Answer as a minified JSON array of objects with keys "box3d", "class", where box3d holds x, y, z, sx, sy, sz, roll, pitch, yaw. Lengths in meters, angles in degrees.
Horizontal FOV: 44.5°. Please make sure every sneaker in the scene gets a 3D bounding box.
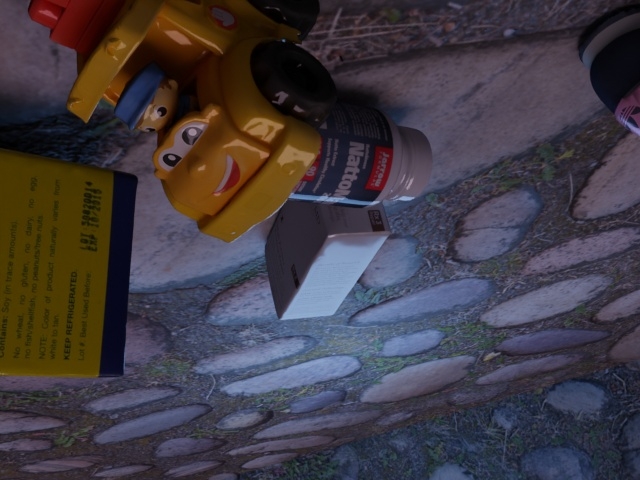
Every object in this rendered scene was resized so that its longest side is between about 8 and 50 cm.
[{"box3d":[0.435,-0.181,0.793,0.318,0.131,0.112,-14,153,1],"class":"sneaker"}]

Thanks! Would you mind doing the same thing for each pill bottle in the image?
[{"box3d":[0.023,-0.089,0.813,0.180,0.108,0.108,4,149,-31],"class":"pill bottle"}]

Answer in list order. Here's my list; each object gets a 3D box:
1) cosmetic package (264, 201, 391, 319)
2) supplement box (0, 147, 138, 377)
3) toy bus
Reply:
[{"box3d":[0.000,0.000,0.967,0.085,0.117,0.231,-4,151,-19],"class":"cosmetic package"},{"box3d":[-0.370,0.019,0.691,0.356,0.194,0.195,10,167,-37],"class":"supplement box"},{"box3d":[-0.114,-0.134,0.557,0.211,0.220,0.149,18,137,-36],"class":"toy bus"}]
